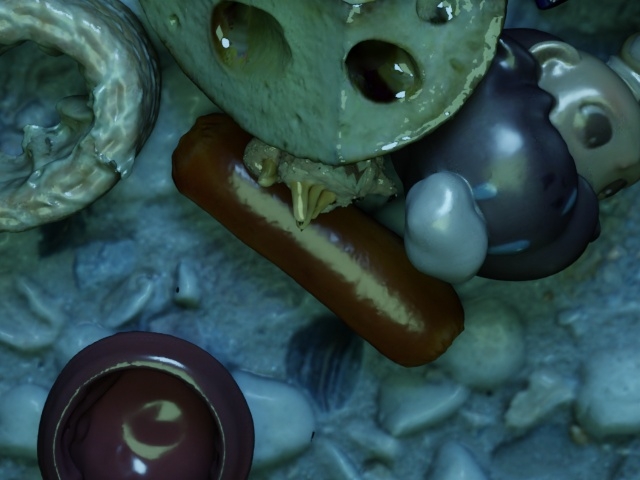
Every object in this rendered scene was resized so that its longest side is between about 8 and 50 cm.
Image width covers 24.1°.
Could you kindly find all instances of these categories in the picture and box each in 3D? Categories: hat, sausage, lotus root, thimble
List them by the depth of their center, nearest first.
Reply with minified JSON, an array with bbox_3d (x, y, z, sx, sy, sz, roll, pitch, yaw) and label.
[{"bbox_3d":[-0.003,-0.177,1.167,0.210,0.314,0.142,-19,129,-24],"label":"lotus root"},{"bbox_3d":[-0.249,-0.113,1.252,0.229,0.148,0.196,-17,102,6],"label":"thimble"},{"bbox_3d":[0.000,0.000,1.296,0.300,0.083,0.089,38,109,-5],"label":"sausage"},{"bbox_3d":[-0.156,0.177,1.352,0.205,0.089,0.206,0,101,0],"label":"hat"}]

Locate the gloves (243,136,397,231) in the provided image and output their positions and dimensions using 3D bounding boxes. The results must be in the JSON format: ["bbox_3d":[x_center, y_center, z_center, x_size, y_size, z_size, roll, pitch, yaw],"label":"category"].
[{"bbox_3d":[-0.001,-0.086,1.239,0.110,0.144,0.094,4,140,-38],"label":"gloves"}]

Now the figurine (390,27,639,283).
[{"bbox_3d":[0.233,-0.089,1.200,0.364,0.218,0.206,-15,72,5],"label":"figurine"}]

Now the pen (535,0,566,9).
[{"bbox_3d":[0.137,-0.315,1.229,0.033,0.033,0.269,-26,102,10],"label":"pen"}]
